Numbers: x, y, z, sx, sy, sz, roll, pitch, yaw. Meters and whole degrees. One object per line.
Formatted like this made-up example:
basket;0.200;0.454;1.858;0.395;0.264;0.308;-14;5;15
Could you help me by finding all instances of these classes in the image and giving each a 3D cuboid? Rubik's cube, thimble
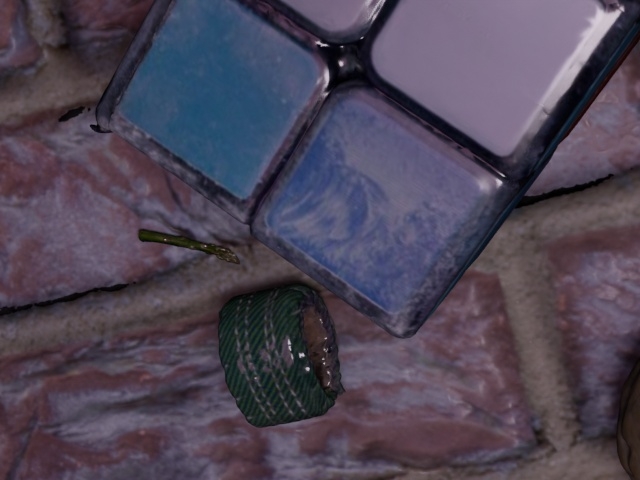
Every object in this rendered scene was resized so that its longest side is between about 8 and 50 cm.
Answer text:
Rubik's cube;0.060;-0.152;0.975;0.313;0.316;0.318;35;110;8
thimble;-0.038;0.113;1.158;0.090;0.118;0.135;-13;96;19

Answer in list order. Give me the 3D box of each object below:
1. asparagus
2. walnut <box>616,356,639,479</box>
asparagus;-0.137;0.006;1.223;0.114;0.014;0.015;13;138;15
walnut;0.362;0.168;1.012;0.224;0.224;0.224;3;101;16
